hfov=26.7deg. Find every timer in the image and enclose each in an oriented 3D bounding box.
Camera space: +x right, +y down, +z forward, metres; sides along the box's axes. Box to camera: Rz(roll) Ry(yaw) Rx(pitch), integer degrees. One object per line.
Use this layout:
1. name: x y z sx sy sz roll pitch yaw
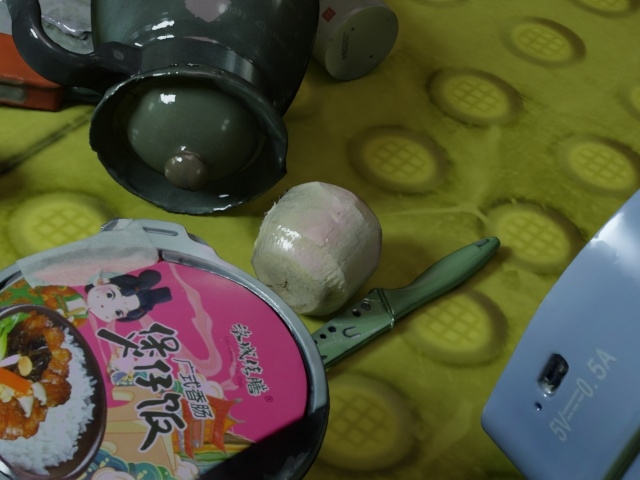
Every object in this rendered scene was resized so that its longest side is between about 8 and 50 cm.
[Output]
1. timer: 0.314 0.029 1.041 0.395 0.395 0.173 -22 57 -33

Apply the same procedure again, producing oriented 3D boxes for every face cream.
1. face cream: -0.012 -0.277 1.499 0.096 0.096 0.214 -17 50 -30

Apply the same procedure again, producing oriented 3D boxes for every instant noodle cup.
1. instant noodle cup: -0.134 0.149 0.935 0.258 0.181 0.302 15 41 3

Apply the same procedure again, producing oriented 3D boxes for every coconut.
1. coconut: 0.000 0.000 1.194 0.110 0.110 0.124 28 51 16

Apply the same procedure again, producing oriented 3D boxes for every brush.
1. brush: -0.356 -0.174 1.313 0.323 0.051 0.070 9 46 -22

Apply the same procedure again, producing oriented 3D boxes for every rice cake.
1. rice cake: -0.378 -0.268 1.421 0.365 0.056 0.072 20 42 8

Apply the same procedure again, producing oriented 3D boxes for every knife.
1. knife: 0.065 0.056 1.212 0.043 0.020 0.293 40 49 24

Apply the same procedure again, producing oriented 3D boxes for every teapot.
1. teapot: -0.129 -0.176 1.231 0.223 0.305 0.285 -17 47 18
